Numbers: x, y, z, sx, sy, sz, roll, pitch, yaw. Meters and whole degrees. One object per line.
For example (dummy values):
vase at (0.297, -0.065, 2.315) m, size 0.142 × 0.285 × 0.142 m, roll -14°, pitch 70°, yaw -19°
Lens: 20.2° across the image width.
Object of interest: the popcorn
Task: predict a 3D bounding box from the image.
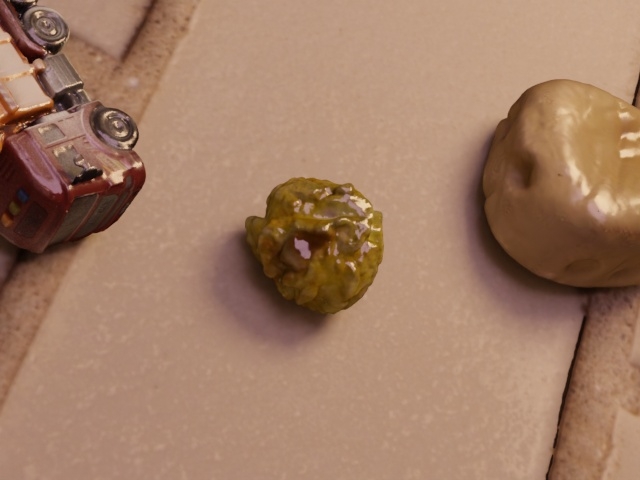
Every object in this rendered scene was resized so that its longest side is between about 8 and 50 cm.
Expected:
popcorn at (0.000, 0.000, 1.539) m, size 0.116 × 0.106 × 0.121 m, roll 11°, pitch 54°, yaw -34°

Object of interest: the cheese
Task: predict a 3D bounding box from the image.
cheese at (0.257, -0.058, 1.715) m, size 0.235 × 0.117 × 0.218 m, roll -26°, pitch 73°, yaw -42°

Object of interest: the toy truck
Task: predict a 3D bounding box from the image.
toy truck at (-0.263, -0.122, 1.467) m, size 0.135 × 0.114 × 0.270 m, roll -24°, pitch 73°, yaw -42°
